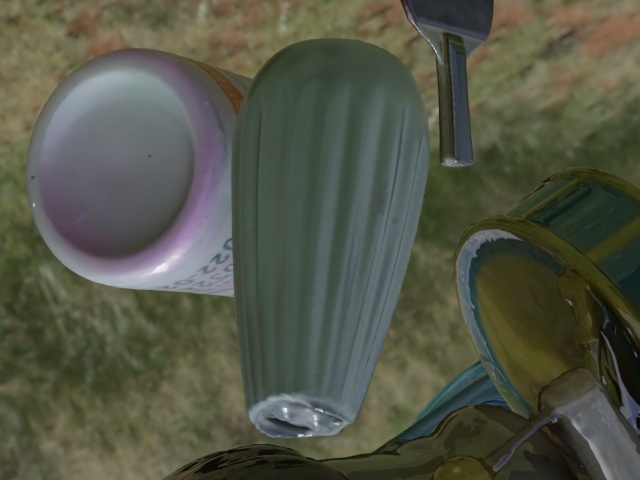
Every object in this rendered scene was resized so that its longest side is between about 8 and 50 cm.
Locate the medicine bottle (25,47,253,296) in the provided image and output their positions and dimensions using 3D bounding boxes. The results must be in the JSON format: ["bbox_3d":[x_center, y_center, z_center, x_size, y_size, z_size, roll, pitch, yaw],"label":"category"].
[{"bbox_3d":[-0.090,-0.052,1.565,0.219,0.219,0.388,-32,161,22],"label":"medicine bottle"}]

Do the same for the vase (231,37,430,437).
[{"bbox_3d":[0.000,0.000,0.998,0.128,0.248,0.128,5,154,3],"label":"vase"}]

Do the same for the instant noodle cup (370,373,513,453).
[{"bbox_3d":[0.112,0.197,1.153,0.179,0.157,0.070,-30,169,-31],"label":"instant noodle cup"}]

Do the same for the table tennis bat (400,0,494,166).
[{"bbox_3d":[0.108,-0.199,1.369,0.021,0.274,0.154,-8,172,36],"label":"table tennis bat"}]

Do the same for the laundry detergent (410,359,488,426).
[{"bbox_3d":[0.261,0.278,1.491,0.287,0.305,0.287,-25,-156,12],"label":"laundry detergent"}]

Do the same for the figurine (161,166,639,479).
[{"bbox_3d":[0.027,0.097,0.425,0.275,0.158,0.161,-31,147,-26],"label":"figurine"}]
